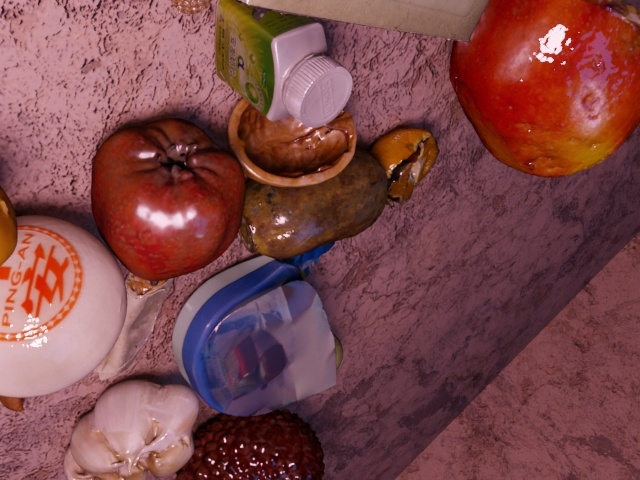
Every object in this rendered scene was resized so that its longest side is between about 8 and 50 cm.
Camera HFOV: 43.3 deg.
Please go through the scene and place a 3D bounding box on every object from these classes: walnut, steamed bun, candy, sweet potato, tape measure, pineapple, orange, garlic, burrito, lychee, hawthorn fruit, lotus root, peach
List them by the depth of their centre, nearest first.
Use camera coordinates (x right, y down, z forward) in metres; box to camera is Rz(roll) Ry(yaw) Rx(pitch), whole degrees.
[{"bbox_3d":[-0.172,-0.316,0.931,0.058,0.058,0.124,-46,149,-2],"label":"pineapple"},{"bbox_3d":[-0.353,0.066,0.971,0.232,0.232,0.145,-32,156,-24],"label":"steamed bun"},{"bbox_3d":[-0.211,-0.032,1.076,0.208,0.208,0.248,-20,150,-38],"label":"hawthorn fruit"},{"bbox_3d":[-0.055,-0.150,1.211,0.211,0.167,0.087,-15,172,-28],"label":"walnut"},{"bbox_3d":[-0.470,0.229,1.222,0.034,0.034,0.095,-28,134,-29],"label":"sweet potato"},{"bbox_3d":[-0.303,0.136,1.292,0.087,0.060,0.225,-8,132,-54],"label":"burrito"},{"bbox_3d":[-0.013,-0.068,1.315,0.275,0.160,0.151,-28,135,-28],"label":"lotus root"},{"bbox_3d":[-0.334,0.345,1.382,0.281,0.184,0.203,-28,-167,0],"label":"garlic"},{"bbox_3d":[0.405,-0.307,1.393,0.353,0.339,0.416,-34,143,-22],"label":"peach"},{"bbox_3d":[-0.123,0.176,1.422,0.262,0.138,0.259,-24,123,-16],"label":"tape measure"},{"bbox_3d":[0.000,0.000,1.424,0.136,0.038,0.088,-43,156,-41],"label":"candy"},{"bbox_3d":[0.141,-0.141,1.481,0.160,0.112,0.170,-61,172,3],"label":"orange"},{"bbox_3d":[-0.143,0.495,1.709,0.330,0.306,0.306,20,112,-28],"label":"lychee"}]

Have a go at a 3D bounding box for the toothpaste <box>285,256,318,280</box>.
[{"bbox_3d":[-0.039,0.023,1.504,0.065,0.050,0.266,10,118,-54],"label":"toothpaste"}]

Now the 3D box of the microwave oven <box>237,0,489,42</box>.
[{"bbox_3d":[0.042,-0.421,0.886,0.394,0.247,0.333,-7,132,-48],"label":"microwave oven"}]

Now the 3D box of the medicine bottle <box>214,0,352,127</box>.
[{"bbox_3d":[-0.051,-0.232,1.049,0.088,0.188,0.132,-27,144,-31],"label":"medicine bottle"}]

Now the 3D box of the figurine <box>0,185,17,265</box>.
[{"bbox_3d":[-0.434,-0.003,0.822,0.228,0.215,0.215,-41,149,-11],"label":"figurine"}]

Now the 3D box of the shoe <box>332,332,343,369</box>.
[{"bbox_3d":[-0.054,0.233,1.642,0.262,0.140,0.128,-11,145,-37],"label":"shoe"}]
